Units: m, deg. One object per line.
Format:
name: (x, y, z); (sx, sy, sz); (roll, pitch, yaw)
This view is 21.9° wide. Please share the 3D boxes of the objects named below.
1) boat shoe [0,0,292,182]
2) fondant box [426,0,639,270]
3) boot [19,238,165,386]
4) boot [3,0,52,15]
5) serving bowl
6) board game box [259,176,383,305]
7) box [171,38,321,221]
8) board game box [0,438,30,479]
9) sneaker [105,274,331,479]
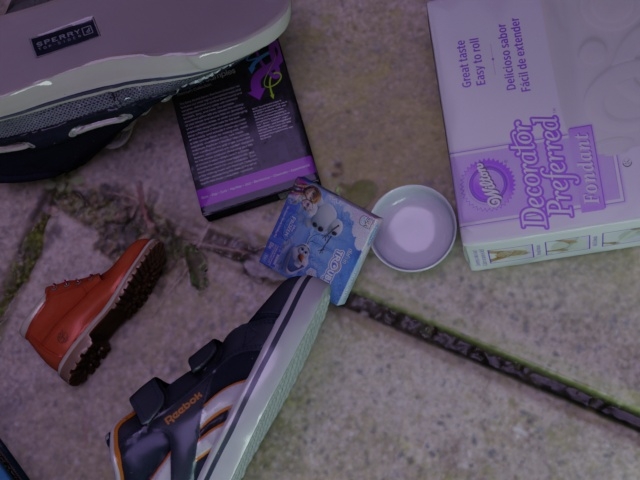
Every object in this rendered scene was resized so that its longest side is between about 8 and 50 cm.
boat shoe: (-0.190, -0.158, 1.559); (0.341, 0.158, 0.127); (-14, 62, -4)
fondant box: (0.277, -0.120, 1.497); (0.330, 0.096, 0.238); (-9, 75, 8)
boot: (-0.215, 0.050, 1.552); (0.085, 0.059, 0.158); (37, 85, 21)
boot: (-0.290, -0.233, 1.637); (0.246, 0.083, 0.161); (-26, 62, 1)
serving bowl: (0.086, -0.008, 1.533); (0.083, 0.027, 0.083); (-2, 75, 8)
board game box: (0.000, 0.000, 1.530); (0.090, 0.020, 0.090); (28, 102, 19)
box: (-0.075, -0.111, 1.585); (0.116, 0.029, 0.162); (-17, 75, 4)
board game box: (-0.413, 0.308, 1.504); (0.336, 0.079, 0.254); (-39, 73, -3)
sneaker: (-0.109, 0.157, 1.470); (0.127, 0.126, 0.321); (27, 83, 9)
